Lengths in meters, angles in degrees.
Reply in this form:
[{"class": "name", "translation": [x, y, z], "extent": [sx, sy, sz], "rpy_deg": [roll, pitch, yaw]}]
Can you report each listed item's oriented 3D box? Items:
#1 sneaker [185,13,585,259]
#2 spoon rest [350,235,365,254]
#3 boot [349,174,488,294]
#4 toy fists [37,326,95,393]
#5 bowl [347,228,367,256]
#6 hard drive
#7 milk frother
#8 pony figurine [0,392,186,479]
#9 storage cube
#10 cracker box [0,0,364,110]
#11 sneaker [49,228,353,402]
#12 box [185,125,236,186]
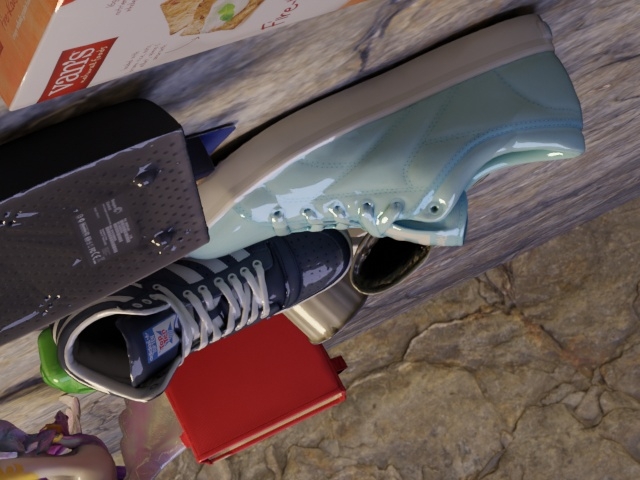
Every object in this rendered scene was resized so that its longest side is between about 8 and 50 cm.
[{"class": "sneaker", "translation": [0.050, -0.048, 1.281], "extent": [0.366, 0.150, 0.135], "rpy_deg": [-27, 171, 5]}, {"class": "spoon rest", "translation": [0.102, -0.057, 1.607], "extent": [0.276, 0.084, 0.137], "rpy_deg": [-24, 171, -8]}, {"class": "boot", "translation": [0.103, -0.047, 1.438], "extent": [0.189, 0.076, 0.208], "rpy_deg": [-55, 174, 14]}, {"class": "toy fists", "translation": [-0.158, 0.068, 1.570], "extent": [0.279, 0.096, 0.142], "rpy_deg": [-26, -178, -13]}, {"class": "bowl", "translation": [0.018, -0.008, 1.752], "extent": [0.142, 0.053, 0.142], "rpy_deg": [-28, 171, 6]}, {"class": "hard drive", "translation": [-0.204, 0.003, 1.021], "extent": [0.255, 0.054, 0.172], "rpy_deg": [-26, 153, -10]}, {"class": "milk frother", "translation": [0.000, 0.000, 1.466], "extent": [0.143, 0.135, 0.129], "rpy_deg": [-28, -154, 44]}, {"class": "pony figurine", "translation": [-0.294, 0.310, 1.983], "extent": [0.363, 0.351, 0.303], "rpy_deg": [8, 146, -41]}, {"class": "storage cube", "translation": [-0.093, 0.139, 1.842], "extent": [0.215, 0.193, 0.183], "rpy_deg": [-27, 171, -3]}, {"class": "cracker box", "translation": [-0.036, -0.148, 0.708], "extent": [0.232, 0.067, 0.156], "rpy_deg": [-21, 170, -28]}, {"class": "sneaker", "translation": [-0.100, 0.057, 1.348], "extent": [0.282, 0.099, 0.153], "rpy_deg": [-13, -159, -3]}, {"class": "box", "translation": [-0.172, -0.021, 1.178], "extent": [0.225, 0.036, 0.136], "rpy_deg": [-22, 170, -33]}]
